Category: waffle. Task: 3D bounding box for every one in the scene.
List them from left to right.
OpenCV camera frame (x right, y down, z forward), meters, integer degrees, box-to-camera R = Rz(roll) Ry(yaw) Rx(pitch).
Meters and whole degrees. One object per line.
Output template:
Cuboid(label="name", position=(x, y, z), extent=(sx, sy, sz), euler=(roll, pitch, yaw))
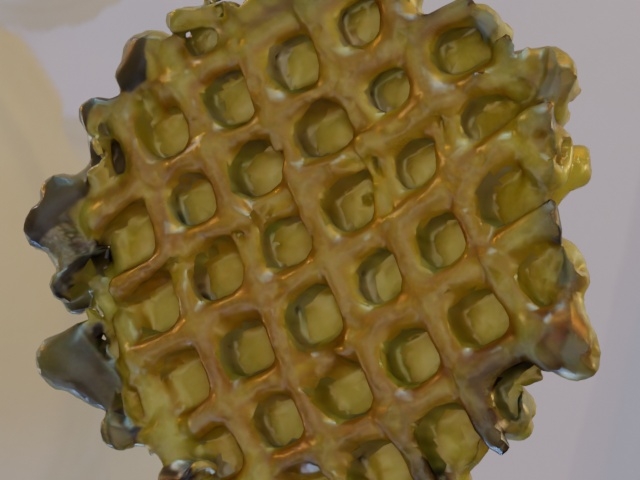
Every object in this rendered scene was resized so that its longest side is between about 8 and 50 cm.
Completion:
Cuboid(label="waffle", position=(-0.010, -0.002, 0.886), extent=(0.329, 0.062, 0.329), euler=(-2, -95, 25))
